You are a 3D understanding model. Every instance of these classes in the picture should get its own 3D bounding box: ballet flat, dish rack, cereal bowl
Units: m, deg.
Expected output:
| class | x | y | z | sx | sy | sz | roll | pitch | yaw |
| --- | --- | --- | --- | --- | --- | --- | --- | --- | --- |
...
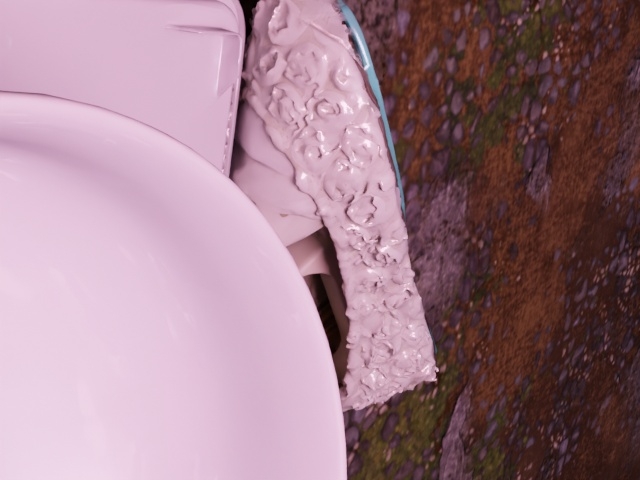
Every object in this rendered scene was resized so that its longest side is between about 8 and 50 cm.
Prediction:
| class | x | y | z | sx | sy | sz | roll | pitch | yaw |
| --- | --- | --- | --- | --- | --- | --- | --- | --- | --- |
| ballet flat | 0.000 | 0.000 | 0.830 | 0.147 | 0.147 | 0.409 | -48 | 140 | -28 |
| dish rack | -0.164 | -0.033 | 0.649 | 0.332 | 0.072 | 0.286 | -10 | 114 | -49 |
| cereal bowl | -0.146 | 0.115 | 0.399 | 0.339 | 0.141 | 0.339 | -10 | 104 | -47 |
